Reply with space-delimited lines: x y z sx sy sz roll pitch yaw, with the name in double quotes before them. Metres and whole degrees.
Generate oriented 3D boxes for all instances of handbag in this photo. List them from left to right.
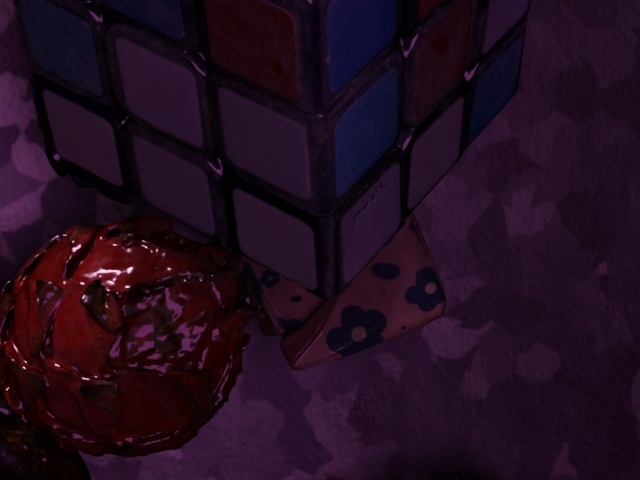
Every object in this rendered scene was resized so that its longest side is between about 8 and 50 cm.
"handbag" 0.000 0.000 1.428 0.193 0.190 0.252 -25 108 -4

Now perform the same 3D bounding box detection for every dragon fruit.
"dragon fruit" -0.183 0.096 1.286 0.244 0.298 0.244 30 50 -42

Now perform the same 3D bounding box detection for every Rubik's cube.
"Rubik's cube" -0.035 -0.227 1.190 0.359 0.362 0.363 -42 148 -33

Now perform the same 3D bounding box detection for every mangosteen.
"mangosteen" -0.336 0.271 1.351 0.192 0.192 0.217 35 109 -19

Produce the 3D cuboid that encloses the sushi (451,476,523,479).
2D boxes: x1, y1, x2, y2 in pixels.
"sushi" 0.140 0.454 1.531 0.417 0.176 0.418 -4 105 -16
